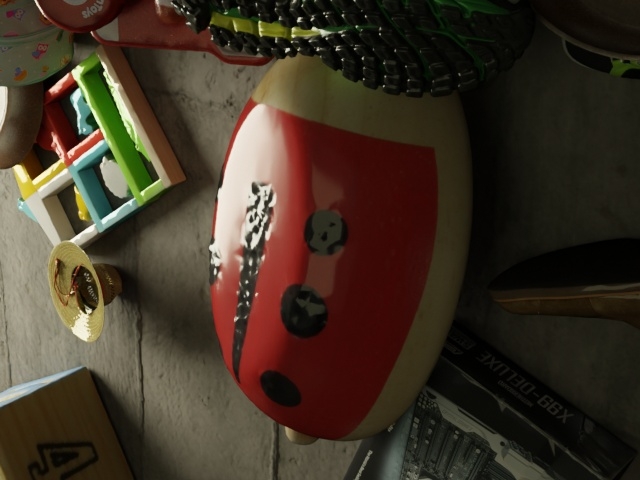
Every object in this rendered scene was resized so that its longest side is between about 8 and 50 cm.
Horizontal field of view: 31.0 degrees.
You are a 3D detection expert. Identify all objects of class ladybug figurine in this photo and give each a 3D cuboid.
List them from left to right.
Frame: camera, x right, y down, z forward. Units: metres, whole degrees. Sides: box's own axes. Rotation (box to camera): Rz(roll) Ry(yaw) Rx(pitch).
[{"bbox_3d":[0.000,0.000,1.144,0.305,0.161,0.450,22,110,49],"label":"ladybug figurine"}]

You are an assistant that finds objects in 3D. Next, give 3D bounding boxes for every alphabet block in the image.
[{"bbox_3d":[-0.405,0.308,1.589,0.192,0.193,0.197,-18,95,41],"label":"alphabet block"}]

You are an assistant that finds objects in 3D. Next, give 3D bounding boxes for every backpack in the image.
[{"bbox_3d":[-0.388,-0.276,1.385,0.188,0.166,0.144,41,135,16],"label":"backpack"}]

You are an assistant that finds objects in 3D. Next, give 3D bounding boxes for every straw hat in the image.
[{"bbox_3d":[-0.293,0.058,1.501,0.144,0.061,0.145,20,117,46],"label":"straw hat"}]

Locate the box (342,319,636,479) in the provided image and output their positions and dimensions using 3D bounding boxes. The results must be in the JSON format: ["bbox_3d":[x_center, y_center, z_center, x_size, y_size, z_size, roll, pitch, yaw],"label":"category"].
[{"bbox_3d":[0.153,0.272,1.226,0.242,0.076,0.307,37,124,22],"label":"box"}]

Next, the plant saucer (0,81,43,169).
[{"bbox_3d":[-0.433,-0.191,1.507,0.198,0.036,0.199,4,97,41],"label":"plant saucer"}]

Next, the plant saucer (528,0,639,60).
[{"bbox_3d":[0.280,-0.290,0.900,0.310,0.050,0.311,-4,83,36],"label":"plant saucer"}]

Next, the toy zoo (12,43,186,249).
[{"bbox_3d":[-0.309,-0.100,1.475,0.293,0.030,0.192,-28,88,40],"label":"toy zoo"}]

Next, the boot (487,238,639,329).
[{"bbox_3d":[0.294,0.061,1.034,0.305,0.112,0.115,-4,114,36],"label":"boot"}]

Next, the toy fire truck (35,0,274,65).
[{"bbox_3d":[-0.158,-0.342,1.212,0.253,0.169,0.302,6,111,10],"label":"toy fire truck"}]

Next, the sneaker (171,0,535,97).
[{"bbox_3d":[0.028,-0.230,0.999,0.343,0.146,0.134,20,161,27],"label":"sneaker"}]

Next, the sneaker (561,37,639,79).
[{"bbox_3d":[0.299,-0.168,0.946,0.234,0.097,0.084,10,111,35],"label":"sneaker"}]
